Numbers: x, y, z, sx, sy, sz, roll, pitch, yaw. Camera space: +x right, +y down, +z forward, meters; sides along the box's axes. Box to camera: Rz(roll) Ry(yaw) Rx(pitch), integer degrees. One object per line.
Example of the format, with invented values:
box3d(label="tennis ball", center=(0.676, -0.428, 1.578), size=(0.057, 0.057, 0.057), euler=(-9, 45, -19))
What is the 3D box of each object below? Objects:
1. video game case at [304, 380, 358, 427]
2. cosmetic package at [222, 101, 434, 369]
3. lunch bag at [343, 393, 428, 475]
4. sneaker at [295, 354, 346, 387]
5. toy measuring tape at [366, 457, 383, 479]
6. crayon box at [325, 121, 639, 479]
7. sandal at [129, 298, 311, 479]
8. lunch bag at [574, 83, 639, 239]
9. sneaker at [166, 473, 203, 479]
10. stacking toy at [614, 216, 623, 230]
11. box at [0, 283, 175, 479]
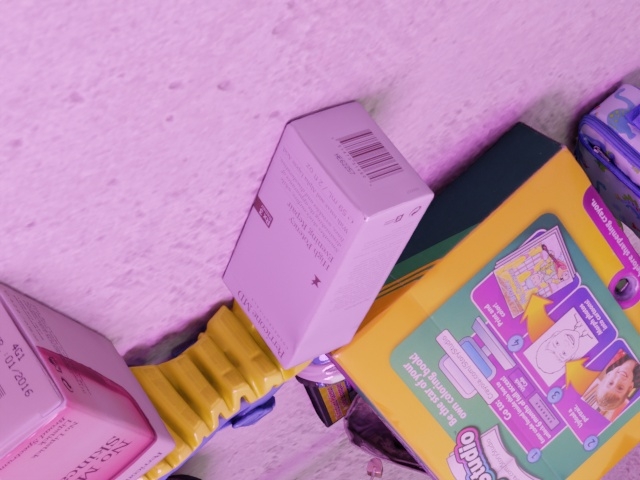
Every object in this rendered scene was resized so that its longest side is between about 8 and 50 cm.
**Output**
box3d(label="video game case", center=(0.087, 0.115, 1.682), size=(0.248, 0.035, 0.275), euler=(-34, 159, -7))
box3d(label="cosmetic package", center=(0.000, 0.000, 1.212), size=(0.085, 0.117, 0.231), euler=(-20, 151, -35))
box3d(label="lunch bag", center=(0.184, 0.212, 1.742), size=(0.287, 0.168, 0.235), euler=(-18, 171, 12))
box3d(label="sneaker", center=(0.064, 0.086, 1.500), size=(0.211, 0.080, 0.081), euler=(-22, 111, -22))
box3d(label="toy measuring tape", center=(-0.067, 0.382, 1.897), size=(0.330, 0.121, 0.121), euler=(-40, 159, -12))
box3d(label="crayon box", center=(0.205, 0.114, 1.466), size=(0.313, 0.106, 0.363), euler=(-41, 120, -4))
box3d(label="sandal", center=(-0.141, 0.167, 1.334), size=(0.317, 0.126, 0.138), euler=(-25, 160, -23))
box3d(label="lunch bag", center=(0.378, -0.061, 1.522), size=(0.090, 0.219, 0.176), euler=(-40, 160, -9))
box3d(label="sneaker", center=(-0.185, 0.361, 1.544), size=(0.185, 0.202, 0.483), euler=(5, 169, -2))
box3d(label="stacking toy", center=(0.497, -0.038, 1.896), size=(0.167, 0.052, 0.221), euler=(-24, 167, 31))
box3d(label="box", center=(-0.242, 0.148, 1.124), size=(0.149, 0.127, 0.232), euler=(-38, 158, 2))
